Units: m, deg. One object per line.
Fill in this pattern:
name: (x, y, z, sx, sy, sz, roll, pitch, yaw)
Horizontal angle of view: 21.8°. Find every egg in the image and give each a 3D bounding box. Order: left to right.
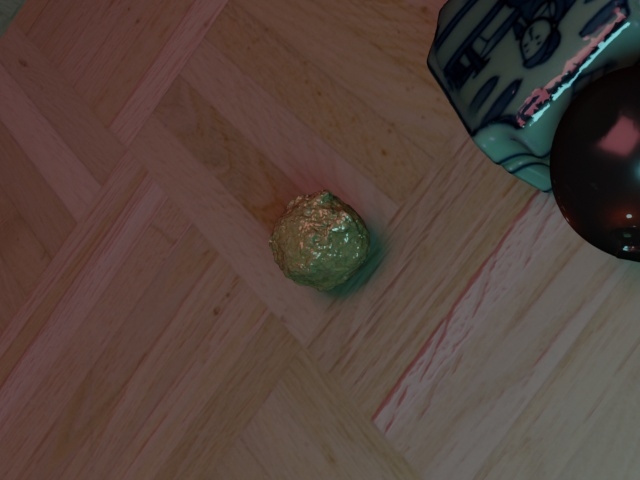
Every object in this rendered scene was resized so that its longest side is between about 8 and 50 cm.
egg: (0.000, 0.000, 2.037, 0.140, 0.118, 0.116, -2, 37, 41)

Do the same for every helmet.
helmet: (0.326, -0.077, 1.655, 0.216, 0.193, 0.189, 94, -170, -68)

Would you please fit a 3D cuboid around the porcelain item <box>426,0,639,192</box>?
porcelain item: (0.269, -0.222, 1.839, 0.281, 0.157, 0.286, -46, 37, 20)
